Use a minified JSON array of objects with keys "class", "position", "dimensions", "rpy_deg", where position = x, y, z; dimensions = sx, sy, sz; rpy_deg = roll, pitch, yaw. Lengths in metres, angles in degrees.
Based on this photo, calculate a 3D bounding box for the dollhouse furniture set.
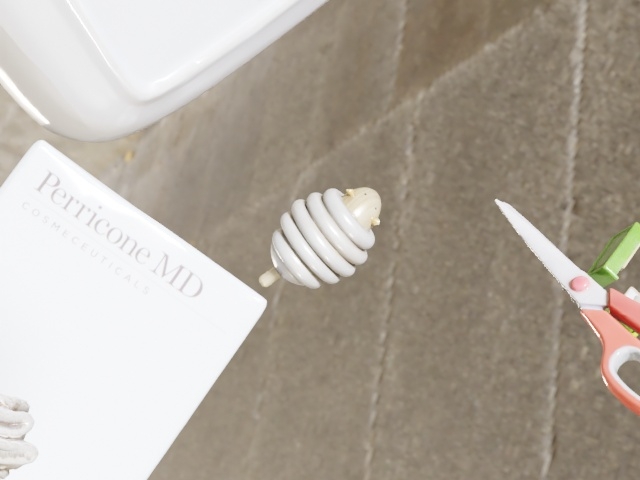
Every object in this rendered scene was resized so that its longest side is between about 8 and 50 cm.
[{"class":"dollhouse furniture set","position":[0.293,0.062,1.063],"dimensions":[0.058,0.151,0.076],"rpy_deg":[-47,1,-29]}]

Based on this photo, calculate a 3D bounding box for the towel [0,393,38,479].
[{"class":"towel","position":[-0.288,0.078,0.653],"dimensions":[0.282,0.187,0.049],"rpy_deg":[-6,66,42]}]

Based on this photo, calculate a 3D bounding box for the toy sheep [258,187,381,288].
[{"class":"toy sheep","position":[0.000,0.000,1.126],"dimensions":[0.132,0.091,0.091],"rpy_deg":[-42,29,10]}]

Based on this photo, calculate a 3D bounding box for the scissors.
[{"class":"scissors","position":[0.213,0.052,1.021],"dimensions":[0.109,0.021,0.297],"rpy_deg":[-43,47,-15]}]

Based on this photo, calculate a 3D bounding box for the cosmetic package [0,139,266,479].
[{"class":"cosmetic package","position":[-0.271,0.169,1.021],"dimensions":[0.453,0.230,0.161],"rpy_deg":[-56,11,-9]}]

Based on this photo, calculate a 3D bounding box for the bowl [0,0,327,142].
[{"class":"bowl","position":[-0.051,-0.107,0.386],"dimensions":[0.142,0.142,0.053],"rpy_deg":[-36,36,-11]}]
